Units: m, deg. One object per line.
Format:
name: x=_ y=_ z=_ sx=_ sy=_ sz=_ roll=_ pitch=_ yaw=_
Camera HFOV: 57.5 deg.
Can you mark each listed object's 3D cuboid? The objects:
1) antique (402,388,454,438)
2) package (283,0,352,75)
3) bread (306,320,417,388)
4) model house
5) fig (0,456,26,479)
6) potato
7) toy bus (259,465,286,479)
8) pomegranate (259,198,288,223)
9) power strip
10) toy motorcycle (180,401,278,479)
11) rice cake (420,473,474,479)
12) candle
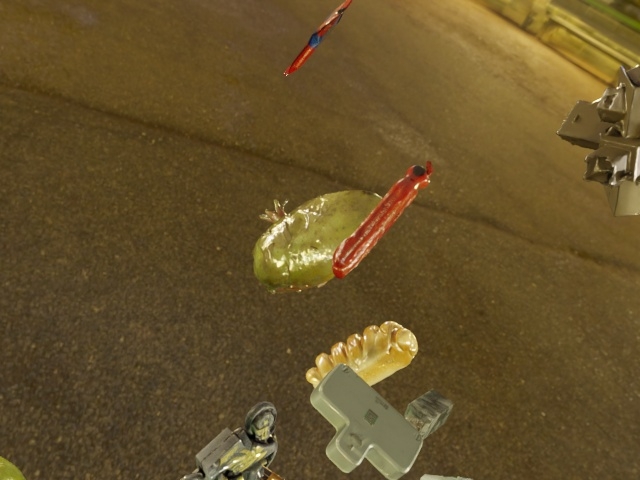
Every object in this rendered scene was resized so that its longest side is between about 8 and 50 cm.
antique: x=0.329 y=0.543 z=1.815 sx=0.086 sy=0.088 sz=0.183 roll=32 pitch=22 yaw=30
package: x=-0.008 y=-0.359 z=1.042 sx=0.022 sy=0.200 sz=0.083 roll=40 pitch=68 yaw=-12
bread: x=0.119 y=0.327 z=1.616 sx=0.173 sy=0.311 sz=0.121 roll=52 pitch=11 yaw=-44
model house: x=0.474 y=-0.154 z=0.910 sx=0.243 sy=0.212 sz=0.204 roll=-27 pitch=34 yaw=-30
fig: x=-0.530 y=0.405 z=0.895 sx=0.233 sy=0.167 sz=0.167 roll=9 pitch=37 yaw=-25
potato: x=0.000 y=0.000 z=1.149 sx=0.141 sy=0.298 sz=0.176 roll=53 pitch=15 yaw=-52
toy bus: x=-0.177 y=0.677 z=1.490 sx=0.114 sy=0.098 sz=0.201 roll=30 pitch=21 yaw=13
pomegranate: x=-0.090 y=-0.030 z=1.724 sx=0.191 sy=0.152 sz=0.131 roll=43 pitch=25 yaw=0
power strip: x=0.087 y=0.415 z=1.276 sx=0.265 sy=0.059 sz=0.193 roll=43 pitch=40 yaw=6
toy motorcycle: x=-0.126 y=0.330 z=0.856 sx=0.193 sy=0.124 sz=0.061 roll=-43 pitch=43 yaw=-23
rice cake: x=0.356 y=0.722 z=1.686 sx=0.040 sy=0.226 sz=0.085 roll=49 pitch=58 yaw=-8
candle: x=0.113 y=-0.048 z=1.025 sx=0.048 sy=0.051 sz=0.329 roll=3 pitch=37 yaw=40
